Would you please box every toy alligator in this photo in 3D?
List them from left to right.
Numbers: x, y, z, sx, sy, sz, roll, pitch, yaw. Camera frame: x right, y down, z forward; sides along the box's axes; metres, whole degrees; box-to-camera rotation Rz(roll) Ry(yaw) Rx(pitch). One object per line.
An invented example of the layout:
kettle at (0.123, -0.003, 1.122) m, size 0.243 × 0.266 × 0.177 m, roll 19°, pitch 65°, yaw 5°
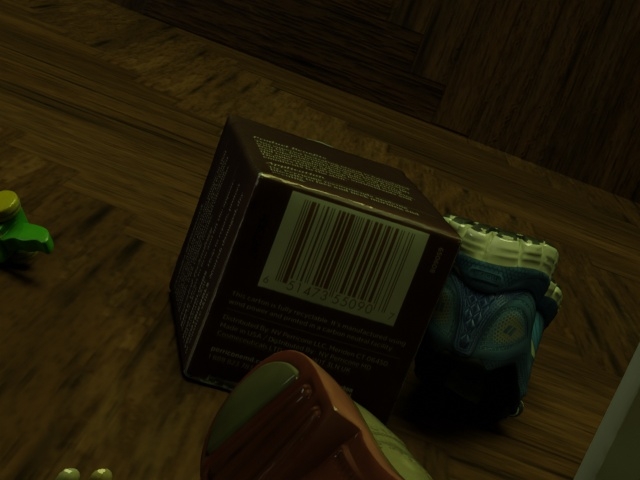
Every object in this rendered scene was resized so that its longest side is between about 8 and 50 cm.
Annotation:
toy alligator at (-0.283, -0.023, 1.119) m, size 0.051 × 0.056 × 0.190 m, roll -35°, pitch 44°, yaw -24°

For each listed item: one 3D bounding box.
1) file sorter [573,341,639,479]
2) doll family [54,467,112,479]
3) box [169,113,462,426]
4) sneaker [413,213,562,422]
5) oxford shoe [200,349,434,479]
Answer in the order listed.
file sorter at (0.367, 0.168, 1.037) m, size 0.278 × 0.192 × 0.173 m, roll 10°, pitch 19°, yaw -39°
doll family at (-0.117, 0.153, 0.625) m, size 0.193 × 0.076 × 0.111 m, roll 4°, pitch 25°, yaw -38°
box at (-0.013, 0.020, 1.094) m, size 0.168 × 0.167 × 0.203 m, roll 17°, pitch 13°, yaw -14°
sneaker at (0.131, 0.079, 1.192) m, size 0.130 × 0.147 × 0.330 m, roll 18°, pitch -7°, yaw 14°
oxford shoe at (0.044, 0.179, 0.659) m, size 0.130 × 0.123 × 0.348 m, roll 37°, pitch 14°, yaw -28°
